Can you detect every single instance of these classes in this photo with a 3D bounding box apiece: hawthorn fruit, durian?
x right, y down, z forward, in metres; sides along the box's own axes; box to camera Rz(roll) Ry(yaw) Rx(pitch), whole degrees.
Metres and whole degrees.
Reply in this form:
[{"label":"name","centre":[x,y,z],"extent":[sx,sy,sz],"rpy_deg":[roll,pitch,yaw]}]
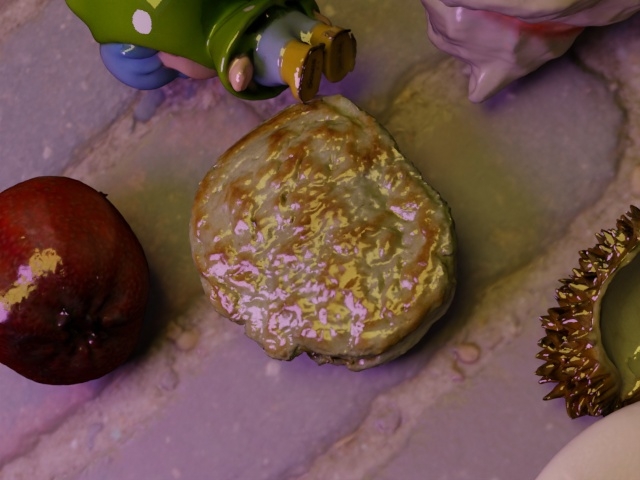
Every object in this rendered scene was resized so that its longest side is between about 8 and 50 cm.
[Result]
[{"label":"hawthorn fruit","centre":[-0.229,0.028,1.592],"extent":[0.169,0.169,0.188],"rpy_deg":[-42,40,5]},{"label":"durian","centre":[0.261,0.035,1.400],"extent":[0.252,0.144,0.139],"rpy_deg":[-39,81,0]}]

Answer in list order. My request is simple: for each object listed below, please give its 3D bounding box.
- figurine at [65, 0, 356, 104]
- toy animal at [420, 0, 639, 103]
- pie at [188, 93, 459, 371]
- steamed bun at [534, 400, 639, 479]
[{"label":"figurine","centre":[-0.092,-0.189,1.617],"extent":[0.263,0.143,0.162],"rpy_deg":[23,45,33]},{"label":"toy animal","centre":[0.202,-0.262,1.531],"extent":[0.266,0.188,0.308],"rpy_deg":[0,54,3]},{"label":"pie","centre":[0.000,0.000,1.536],"extent":[0.201,0.090,0.248],"rpy_deg":[-41,61,6]},{"label":"steamed bun","centre":[0.253,0.198,1.307],"extent":[0.241,0.146,0.164],"rpy_deg":[-28,64,15]}]
